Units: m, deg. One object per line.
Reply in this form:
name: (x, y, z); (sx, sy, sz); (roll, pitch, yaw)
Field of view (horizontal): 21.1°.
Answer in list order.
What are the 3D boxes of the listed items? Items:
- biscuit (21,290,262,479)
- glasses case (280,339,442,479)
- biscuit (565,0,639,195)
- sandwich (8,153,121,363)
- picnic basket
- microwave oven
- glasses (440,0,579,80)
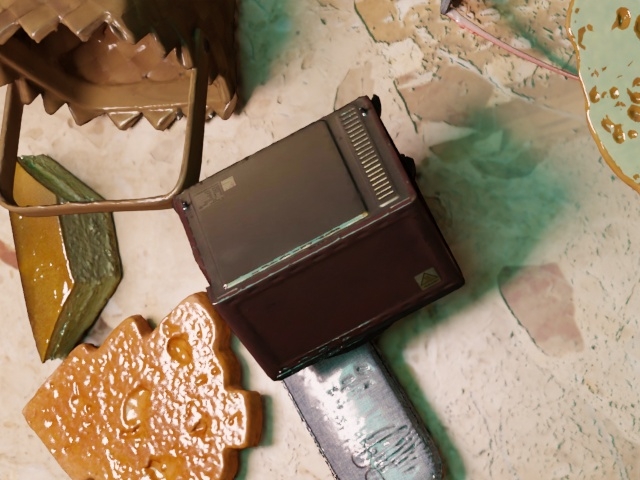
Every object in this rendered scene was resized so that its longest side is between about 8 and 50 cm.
biscuit: (-0.206, 0.198, 1.971); (0.306, 0.043, 0.283); (0, 86, 25)
glasses case: (0.030, 0.169, 1.851); (0.109, 0.067, 0.282); (-34, 73, 11)
biscuit: (0.414, -0.155, 1.688); (0.312, 0.057, 0.351); (-40, 82, 14)
sandwich: (-0.303, 0.011, 2.007); (0.096, 0.094, 0.258); (-17, 80, 28)
picnic basket: (-0.237, -0.187, 1.885); (0.254, 0.291, 0.321); (-1, 76, 25)
microwave oven: (0.000, 0.001, 1.783); (0.247, 0.188, 0.178); (-28, 52, 6)
glasses: (0.275, -0.281, 1.798); (0.268, 0.118, 0.234); (33, 98, 4)
